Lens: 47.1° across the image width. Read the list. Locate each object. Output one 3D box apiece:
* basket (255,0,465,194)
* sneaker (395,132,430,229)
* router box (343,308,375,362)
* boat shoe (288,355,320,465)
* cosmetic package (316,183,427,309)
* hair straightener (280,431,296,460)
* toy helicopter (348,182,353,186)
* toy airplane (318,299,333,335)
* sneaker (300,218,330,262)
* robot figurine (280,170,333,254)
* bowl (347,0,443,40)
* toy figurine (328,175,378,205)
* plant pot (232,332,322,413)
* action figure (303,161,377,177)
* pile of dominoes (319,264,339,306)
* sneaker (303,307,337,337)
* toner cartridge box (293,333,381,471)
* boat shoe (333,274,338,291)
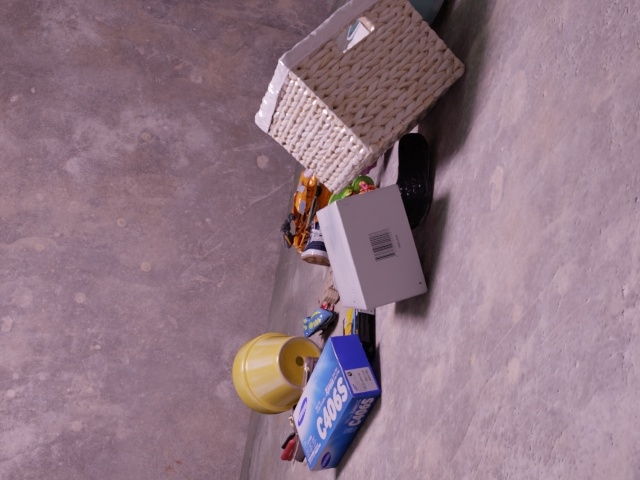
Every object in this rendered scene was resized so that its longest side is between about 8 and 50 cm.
[{"bbox_3d":[0.077,-0.316,1.594,0.328,0.266,0.331,-42,-1,-19],"label":"basket"},{"bbox_3d":[0.204,-0.122,1.602,0.097,0.084,0.235,62,-144,-67],"label":"sneaker"},{"bbox_3d":[0.093,0.238,1.803,0.133,0.046,0.179,113,165,-46],"label":"router box"},{"bbox_3d":[-0.033,0.470,2.027,0.116,0.096,0.324,-65,-10,-71],"label":"boat shoe"},{"bbox_3d":[0.099,0.019,1.533,0.224,0.138,0.224,157,97,-80],"label":"cosmetic package"},{"bbox_3d":[-0.078,0.599,2.332,0.089,0.047,0.230,-91,17,-53],"label":"hair straightener"},{"bbox_3d":[0.076,-0.245,2.224,0.235,0.140,0.355,-44,-46,-73],"label":"toy helicopter"},{"bbox_3d":[0.006,0.244,2.335,0.151,0.028,0.151,-50,25,35],"label":"toy airplane"},{"bbox_3d":[0.000,0.000,2.410,0.282,0.099,0.153,74,-153,-85],"label":"sneaker"},{"bbox_3d":[-0.030,-0.088,2.560,0.085,0.211,0.291,19,98,48],"label":"robot figurine"},{"bbox_3d":[0.204,-0.598,1.782,0.311,0.163,0.312,-156,90,-81],"label":"bowl"},{"bbox_3d":[0.121,-0.099,1.982,0.173,0.130,0.159,-55,21,-9],"label":"toy figurine"},{"bbox_3d":[-0.114,0.399,2.285,0.239,0.254,0.254,-33,43,54],"label":"plant pot"},{"bbox_3d":[0.090,-0.357,1.942,0.370,0.275,0.248,87,-175,-46],"label":"action figure"},{"bbox_3d":[0.059,0.078,2.299,0.196,0.040,0.251,116,172,-66],"label":"pile of dominoes"},{"bbox_3d":[-0.003,0.254,2.241,0.188,0.078,0.067,136,133,-59],"label":"sneaker"},{"bbox_3d":[0.030,0.391,1.746,0.348,0.075,0.165,111,148,-43],"label":"toner cartridge box"},{"bbox_3d":[0.071,0.040,2.086,0.081,0.079,0.228,147,132,-70],"label":"boat shoe"}]
